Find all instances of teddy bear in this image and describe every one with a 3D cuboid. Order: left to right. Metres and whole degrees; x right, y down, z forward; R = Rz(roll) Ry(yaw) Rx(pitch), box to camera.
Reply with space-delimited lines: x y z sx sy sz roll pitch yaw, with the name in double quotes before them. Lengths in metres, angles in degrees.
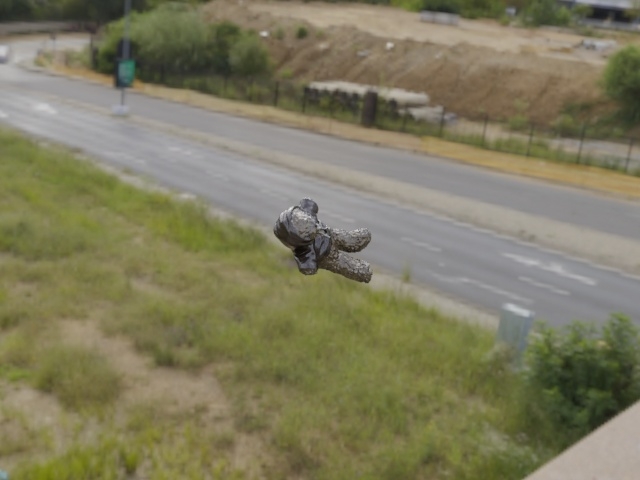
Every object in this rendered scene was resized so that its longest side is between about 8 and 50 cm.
"teddy bear" -0.004 0.004 1.303 0.160 0.119 0.078 25 -36 -35
